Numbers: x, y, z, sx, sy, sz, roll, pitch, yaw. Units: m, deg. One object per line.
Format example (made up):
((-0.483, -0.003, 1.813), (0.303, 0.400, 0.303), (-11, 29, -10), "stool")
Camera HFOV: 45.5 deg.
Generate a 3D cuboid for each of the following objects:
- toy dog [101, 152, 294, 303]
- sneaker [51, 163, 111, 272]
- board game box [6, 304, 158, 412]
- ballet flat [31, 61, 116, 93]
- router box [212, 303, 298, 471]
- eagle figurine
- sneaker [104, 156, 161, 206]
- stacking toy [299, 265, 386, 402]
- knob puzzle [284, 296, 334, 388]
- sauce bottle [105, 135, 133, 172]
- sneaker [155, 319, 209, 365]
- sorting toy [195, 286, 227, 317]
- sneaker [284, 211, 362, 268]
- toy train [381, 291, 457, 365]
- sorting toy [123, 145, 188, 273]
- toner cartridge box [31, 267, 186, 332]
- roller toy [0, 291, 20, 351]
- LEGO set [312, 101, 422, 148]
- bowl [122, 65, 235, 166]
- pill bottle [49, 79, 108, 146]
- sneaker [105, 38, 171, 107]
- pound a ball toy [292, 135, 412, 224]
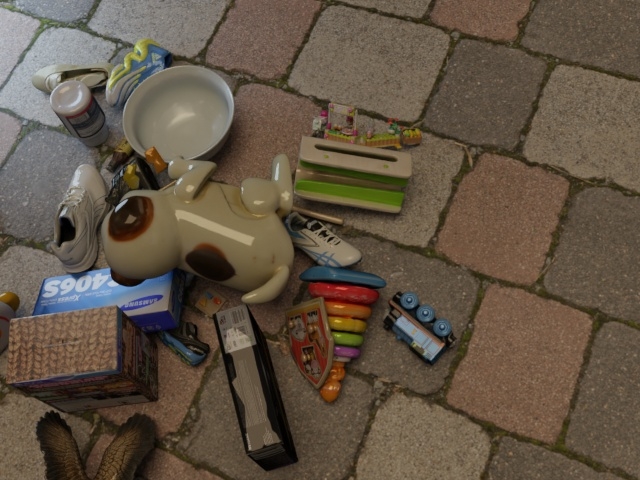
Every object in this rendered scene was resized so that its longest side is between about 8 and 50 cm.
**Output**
((-0.280, -0.003, 1.710), (0.408, 0.284, 0.395), (1, 56, -14), "toy dog")
((-0.611, -0.071, 1.938), (0.111, 0.129, 0.297), (-4, 64, 6), "sneaker")
((-0.512, 0.268, 1.682), (0.232, 0.291, 0.141), (-8, 65, 2), "board game box")
((-0.695, -0.452, 2.140), (0.249, 0.086, 0.086), (-10, 65, 2), "ballet flat")
((-0.138, 0.322, 1.644), (0.081, 0.243, 0.308), (-17, 64, -2), "router box")
((-0.492, 0.506, 1.632), (0.225, 0.226, 0.298), (-8, 68, 25), "eagle figurine")
((-0.466, -0.087, 1.960), (0.130, 0.087, 0.227), (-31, 82, 16), "sneaker")
((0.041, 0.217, 1.736), (0.166, 0.175, 0.301), (11, 81, -29), "stacking toy")
((-0.029, 0.236, 1.712), (0.030, 0.213, 0.213), (-6, 60, -32), "knob puzzle")
((-0.531, -0.239, 2.054), (0.042, 0.042, 0.128), (23, 68, 16), "sauce bottle")
((-0.337, 0.219, 1.819), (0.188, 0.067, 0.078), (40, 54, 22), "sneaker")
((-0.257, 0.156, 1.859), (0.083, 0.012, 0.062), (32, 72, 19), "sorting toy")
((0.000, 0.000, 1.826), (0.237, 0.086, 0.085), (26, 46, 38), "sneaker")
((0.223, 0.198, 1.755), (0.184, 0.080, 0.105), (40, 81, 20), "toy train")
((-0.386, -0.063, 1.878), (0.229, 0.041, 0.307), (-34, 98, -8), "sorting toy")
((-0.502, 0.147, 1.811), (0.348, 0.075, 0.165), (-10, 46, 8), "toner cartridge box")
((-0.827, 0.204, 1.803), (0.146, 0.209, 0.191), (34, 108, 19), "roller toy")
((0.116, -0.298, 1.951), (0.287, 0.107, 0.132), (7, 27, 11), "LEGO set")
((-0.359, -0.303, 2.014), (0.298, 0.134, 0.297), (-2, 66, 5), "bowl")
((-0.634, -0.332, 2.031), (0.108, 0.180, 0.107), (-2, 65, 5), "pill bottle")
((-0.497, -0.461, 2.126), (0.126, 0.091, 0.240), (18, 68, 13), "sneaker")
((0.049, -0.147, 1.903), (0.319, 0.208, 0.135), (9, 43, -3), "pound a ball toy")
